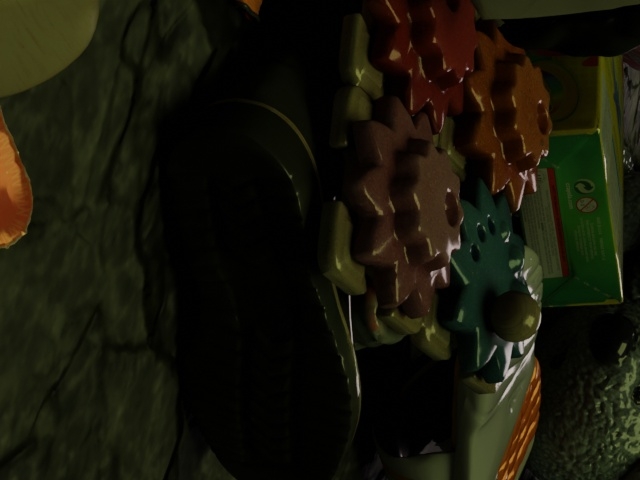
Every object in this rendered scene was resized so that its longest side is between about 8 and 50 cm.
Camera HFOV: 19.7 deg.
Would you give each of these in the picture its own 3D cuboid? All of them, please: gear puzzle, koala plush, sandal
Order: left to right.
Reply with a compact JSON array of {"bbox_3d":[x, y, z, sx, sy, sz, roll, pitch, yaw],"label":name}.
[{"bbox_3d":[0.072,0.084,1.008,0.102,0.076,0.265,-55,157,-35],"label":"sandal"},{"bbox_3d":[0.071,-0.112,0.793,0.175,0.044,0.339,39,51,-53],"label":"gear puzzle"},{"bbox_3d":[0.186,0.073,1.160,0.203,0.196,0.221,95,16,-58],"label":"koala plush"}]

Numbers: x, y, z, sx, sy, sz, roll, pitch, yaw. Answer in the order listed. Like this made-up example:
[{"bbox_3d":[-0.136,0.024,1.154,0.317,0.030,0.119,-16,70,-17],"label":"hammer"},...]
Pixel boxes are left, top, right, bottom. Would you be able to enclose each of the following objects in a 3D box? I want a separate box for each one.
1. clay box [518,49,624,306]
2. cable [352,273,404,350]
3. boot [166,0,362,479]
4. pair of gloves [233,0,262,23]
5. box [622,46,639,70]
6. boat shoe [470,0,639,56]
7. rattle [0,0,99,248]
[{"bbox_3d":[0.138,-0.086,1.013,0.222,0.053,0.127,-81,162,-45],"label":"clay box"},{"bbox_3d":[0.070,-0.020,0.929,0.287,0.072,0.139,-8,104,-67],"label":"cable"},{"bbox_3d":[0.000,0.000,0.775,0.137,0.077,0.198,-60,157,-47],"label":"boot"},{"bbox_3d":[-0.023,-0.129,0.699,0.083,0.010,0.074,51,57,-65],"label":"pair of gloves"},{"bbox_3d":[0.276,-0.178,1.246,0.154,0.142,0.300,-68,161,5],"label":"box"},{"bbox_3d":[0.070,-0.248,0.678,0.158,0.127,0.340,-72,152,-52],"label":"boat shoe"},{"bbox_3d":[-0.110,-0.100,0.464,0.130,0.142,0.199,-32,163,-15],"label":"rattle"}]
